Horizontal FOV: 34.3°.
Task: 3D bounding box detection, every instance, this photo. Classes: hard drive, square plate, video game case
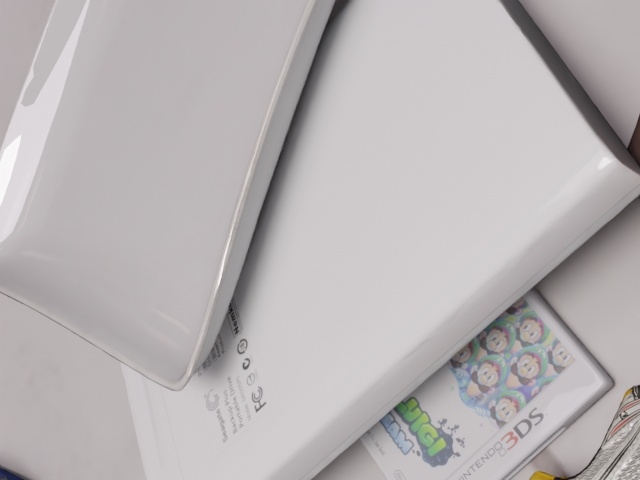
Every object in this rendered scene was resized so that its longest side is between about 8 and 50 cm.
[{"bbox_3d":[0.000,0.000,0.628,0.353,0.047,0.233,-46,45,25],"label":"hard drive"},{"bbox_3d":[-0.115,-0.102,0.724,0.344,0.049,0.347,17,87,49],"label":"square plate"},{"bbox_3d":[0.072,0.072,0.622,0.143,0.019,0.157,-47,58,19],"label":"video game case"}]

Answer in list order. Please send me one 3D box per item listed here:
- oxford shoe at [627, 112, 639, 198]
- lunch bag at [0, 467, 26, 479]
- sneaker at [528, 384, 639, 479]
[{"bbox_3d":[0.194,-0.086,0.522,0.098,0.097,0.271,-26,52,57],"label":"oxford shoe"},{"bbox_3d":[-0.262,0.206,0.804,0.098,0.067,0.065,14,89,37],"label":"lunch bag"},{"bbox_3d":[0.189,0.092,0.495,0.225,0.088,0.093,-42,53,18],"label":"sneaker"}]
